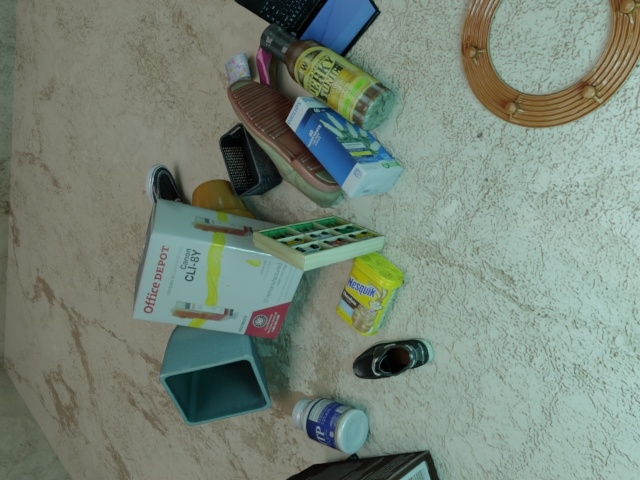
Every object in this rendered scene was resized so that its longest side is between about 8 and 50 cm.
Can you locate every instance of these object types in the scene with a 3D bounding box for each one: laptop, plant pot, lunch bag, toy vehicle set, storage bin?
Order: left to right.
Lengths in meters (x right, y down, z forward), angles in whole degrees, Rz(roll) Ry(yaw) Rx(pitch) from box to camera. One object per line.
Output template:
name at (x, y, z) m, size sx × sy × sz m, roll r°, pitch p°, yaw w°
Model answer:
plant pot at (-0.294, 0.332, 1.628) m, size 0.252 × 0.247 × 0.247 m, roll -104°, pitch 1°, yaw -50°
plant pot at (-0.284, -0.063, 1.624) m, size 0.205 × 0.205 × 0.187 m, roll -44°, pitch 52°, yaw 40°
lunch bag at (-0.219, -0.465, 1.568) m, size 0.083 × 0.053 × 0.071 m, roll -22°, pitch 80°, yaw 54°
storage bin at (-0.191, -0.220, 1.567) m, size 0.122 × 0.084 × 0.180 m, roll -25°, pitch 80°, yaw 44°
laptop at (-0.039, -0.541, 1.318) m, size 0.234 × 0.264 × 0.136 m, roll -43°, pitch 32°, yaw 40°
toy vehicle set at (0.000, 0.000, 1.298) m, size 0.166 × 0.267 × 0.035 m, roll 23°, pitch 115°, yaw 38°

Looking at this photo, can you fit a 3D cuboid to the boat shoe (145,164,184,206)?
boat shoe at (-0.483, -0.100, 1.857) m, size 0.102 × 0.108 × 0.301 m, roll 1°, pitch 101°, yaw 44°

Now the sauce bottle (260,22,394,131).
sauce bottle at (0.004, -0.377, 1.293) m, size 0.344 × 0.111 × 0.111 m, roll 38°, pitch 123°, yaw 20°

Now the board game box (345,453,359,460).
board game box at (0.108, 0.666, 1.492) m, size 0.186 × 0.026 × 0.126 m, roll 51°, pitch 128°, yaw 24°

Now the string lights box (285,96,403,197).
string lights box at (0.051, -0.216, 1.298) m, size 0.259 × 0.133 × 0.076 m, roll 52°, pitch 130°, yaw 23°

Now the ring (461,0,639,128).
ring at (0.394, -0.369, 1.010) m, size 0.337 × 0.032 × 0.336 m, roll 11°, pitch 106°, yaw 42°

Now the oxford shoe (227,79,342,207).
oxford shoe at (-0.099, -0.233, 1.413) m, size 0.397 × 0.140 × 0.146 m, roll 49°, pitch 150°, yaw 16°

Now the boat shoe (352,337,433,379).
boat shoe at (0.150, 0.281, 1.341) m, size 0.233 × 0.079 × 0.084 m, roll -27°, pitch 81°, yaw 45°

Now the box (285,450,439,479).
box at (0.077, 0.615, 1.366) m, size 0.381 × 0.191 × 0.143 m, roll -22°, pitch 80°, yaw 38°

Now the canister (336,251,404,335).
canister at (0.112, 0.125, 1.350) m, size 0.126 × 0.073 × 0.169 m, roll 39°, pitch 124°, yaw 32°

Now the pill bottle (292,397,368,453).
pill bottle at (0.020, 0.470, 1.478) m, size 0.187 × 0.112 × 0.112 m, roll 3°, pitch 100°, yaw 44°

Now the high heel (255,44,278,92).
high heel at (-0.114, -0.419, 1.472) m, size 0.117 × 0.082 × 0.244 m, roll 24°, pitch 105°, yaw 13°

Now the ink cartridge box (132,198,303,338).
ink cartridge box at (-0.264, 0.083, 1.473) m, size 0.160 × 0.385 × 0.279 m, roll -105°, pitch 32°, yaw -54°
